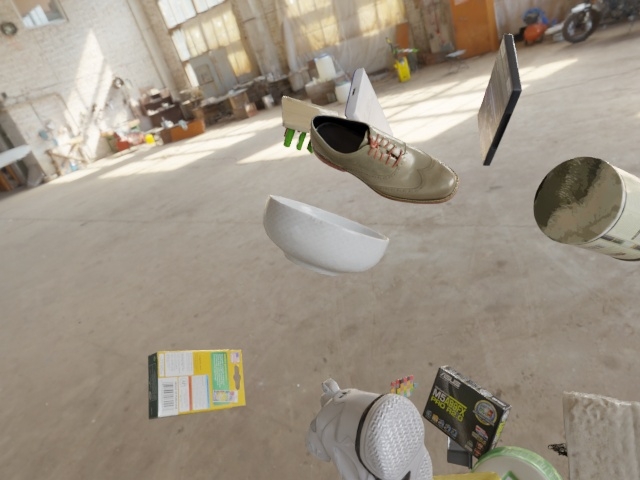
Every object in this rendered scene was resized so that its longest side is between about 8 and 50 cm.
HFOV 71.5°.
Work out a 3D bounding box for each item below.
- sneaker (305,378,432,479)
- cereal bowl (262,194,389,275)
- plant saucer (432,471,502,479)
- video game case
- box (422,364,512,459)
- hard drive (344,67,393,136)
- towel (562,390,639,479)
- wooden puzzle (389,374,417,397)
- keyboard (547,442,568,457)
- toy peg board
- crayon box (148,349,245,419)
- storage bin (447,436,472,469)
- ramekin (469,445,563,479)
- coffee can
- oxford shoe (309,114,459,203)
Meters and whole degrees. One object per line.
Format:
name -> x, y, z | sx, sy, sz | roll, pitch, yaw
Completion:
sneaker -> 0.093, 0.425, 0.808 | 0.137, 0.366, 0.210 | -18, 14, -35
cereal bowl -> 0.000, 0.000, 1.174 | 0.338, 0.141, 0.339 | 20, 7, -2
plant saucer -> 0.352, 0.806, 1.165 | 0.332, 0.333, 0.080 | -27, -25, 35
video game case -> 0.464, -0.359, 1.171 | 0.026, 0.274, 0.196 | 2, 61, 6
box -> 0.515, 0.613, 1.595 | 0.060, 0.217, 0.270 | 2, 18, -43
hard drive -> 0.177, -0.400, 1.548 | 0.040, 0.319, 0.211 | -3, 59, 28
towel -> 0.388, 0.325, 0.501 | 0.187, 0.283, 0.049 | -5, -14, 29
wooden puzzle -> 0.192, 0.337, 1.019 | 0.083, 0.050, 0.006 | -8, 12, -32
keyboard -> 0.765, 0.636, 1.353 | 0.100, 0.038, 0.192 | 2, -13, 9
toy peg board -> -0.034, -0.302, 1.203 | 0.161, 0.079, 0.161 | 12, 38, -16
crayon box -> -0.423, 0.488, 1.537 | 0.322, 0.203, 0.083 | 11, -28, -41
storage bin -> 0.522, 0.788, 1.670 | 0.090, 0.098, 0.135 | 0, 13, 18
ramekin -> 0.588, 0.789, 1.345 | 0.303, 0.148, 0.304 | -12, 64, 26
coffee can -> 0.680, -0.068, 1.058 | 0.275, 0.202, 0.201 | 11, 8, -31
oxford shoe -> 0.127, -0.172, 0.948 | 0.347, 0.123, 0.130 | 21, -4, 12
